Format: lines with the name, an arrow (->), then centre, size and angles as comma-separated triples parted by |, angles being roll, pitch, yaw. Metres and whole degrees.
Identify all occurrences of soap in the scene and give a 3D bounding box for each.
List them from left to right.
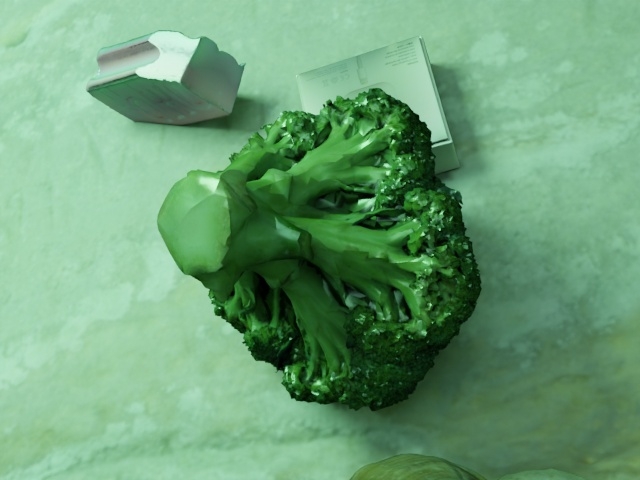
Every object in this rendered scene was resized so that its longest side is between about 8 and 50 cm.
soap -> -0.152, -0.160, 1.011 | 0.149, 0.100, 0.056 | -3, 66, 44

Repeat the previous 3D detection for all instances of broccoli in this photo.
broccoli -> 0.000, 0.000, 0.789 | 0.270, 0.270, 0.270 | -8, 78, 39

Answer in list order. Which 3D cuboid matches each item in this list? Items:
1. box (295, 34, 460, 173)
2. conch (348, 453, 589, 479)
box -> 0.052, -0.116, 0.956 | 0.130, 0.051, 0.129 | -16, 60, 9
conch -> 0.141, 0.235, 0.654 | 0.263, 0.324, 0.186 | -14, 99, -27
